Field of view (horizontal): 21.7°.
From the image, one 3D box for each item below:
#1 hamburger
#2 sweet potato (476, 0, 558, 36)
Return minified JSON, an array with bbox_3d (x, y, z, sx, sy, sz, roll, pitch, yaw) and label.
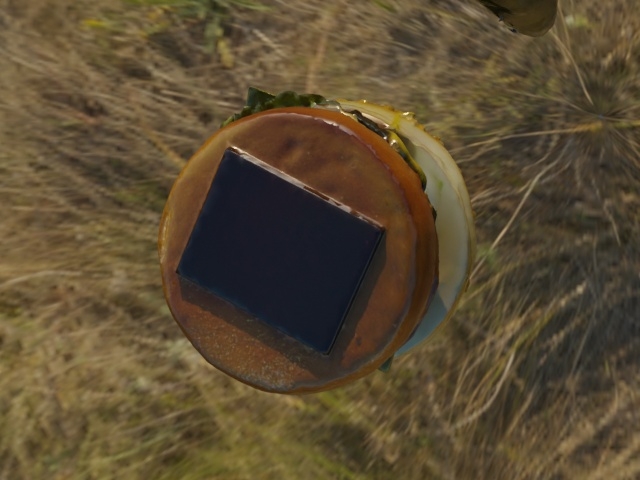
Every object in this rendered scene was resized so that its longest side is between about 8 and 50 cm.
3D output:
[{"bbox_3d":[0.000,0.000,1.543,0.291,0.225,0.291,5,103,21],"label":"hamburger"},{"bbox_3d":[0.041,-0.262,1.126,0.423,0.130,0.130,35,101,-30],"label":"sweet potato"}]
